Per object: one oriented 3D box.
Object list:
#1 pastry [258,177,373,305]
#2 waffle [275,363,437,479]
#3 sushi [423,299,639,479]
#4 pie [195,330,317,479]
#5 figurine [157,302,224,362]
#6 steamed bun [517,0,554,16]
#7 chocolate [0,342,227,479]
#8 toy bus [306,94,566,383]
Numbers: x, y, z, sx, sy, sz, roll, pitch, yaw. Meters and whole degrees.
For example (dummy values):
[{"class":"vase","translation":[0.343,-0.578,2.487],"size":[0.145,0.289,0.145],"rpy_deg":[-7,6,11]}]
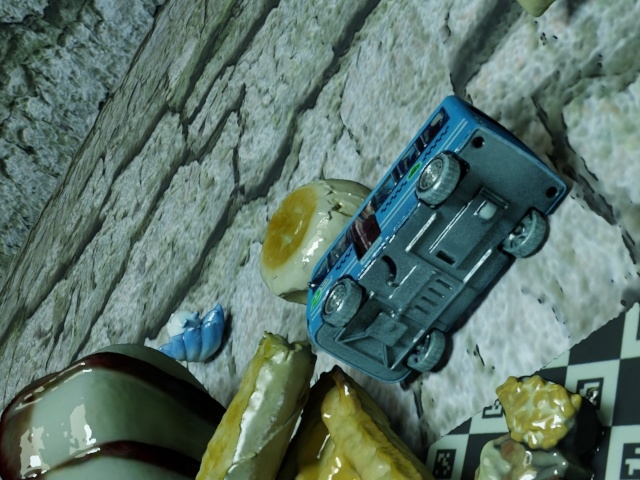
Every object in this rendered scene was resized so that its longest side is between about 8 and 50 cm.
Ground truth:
[{"class":"pastry","translation":[0.000,0.000,1.046],"size":[0.166,0.088,0.166],"rpy_deg":[-40,36,37]},{"class":"waffle","translation":[-0.015,0.300,0.762],"size":[0.348,0.077,0.304],"rpy_deg":[-63,15,3]},{"class":"sushi","translation":[0.141,0.205,0.620],"size":[0.264,0.050,0.290],"rpy_deg":[-45,31,36]},{"class":"pie","translation":[-0.079,0.220,0.850],"size":[0.128,0.068,0.282],"rpy_deg":[167,122,-76]},{"class":"figurine","translation":[-0.172,0.125,1.267],"size":[0.114,0.079,0.114],"rpy_deg":[-31,-7,-4]},{"class":"steamed bun","translation":[0.237,-0.350,0.889],"size":[0.231,0.110,0.212],"rpy_deg":[-50,45,21]},{"class":"chocolate","translation":[-0.209,0.245,1.063],"size":[0.186,0.283,0.283],"rpy_deg":[-31,36,16]},{"class":"toy bus","translation":[0.092,0.000,0.833],"size":[0.246,0.113,0.134],"rpy_deg":[-53,23,19]}]
